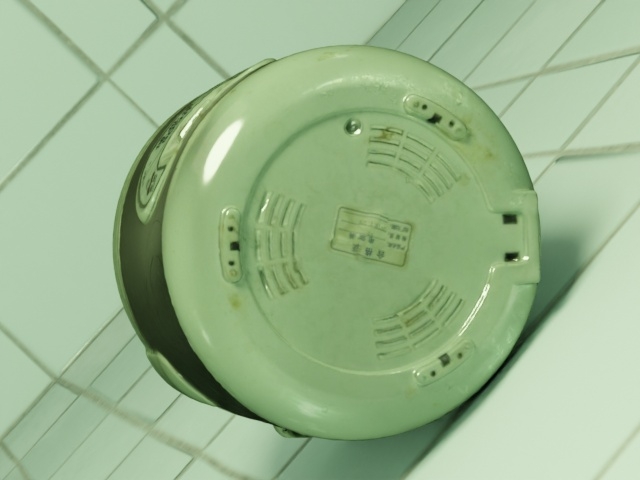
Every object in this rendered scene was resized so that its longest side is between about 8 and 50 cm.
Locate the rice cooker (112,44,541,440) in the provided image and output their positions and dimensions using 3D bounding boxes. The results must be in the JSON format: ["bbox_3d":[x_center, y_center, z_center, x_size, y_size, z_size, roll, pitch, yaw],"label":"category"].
[{"bbox_3d":[-0.002,-0.001,1.319,0.288,0.288,0.277,-48,12,-11],"label":"rice cooker"}]
